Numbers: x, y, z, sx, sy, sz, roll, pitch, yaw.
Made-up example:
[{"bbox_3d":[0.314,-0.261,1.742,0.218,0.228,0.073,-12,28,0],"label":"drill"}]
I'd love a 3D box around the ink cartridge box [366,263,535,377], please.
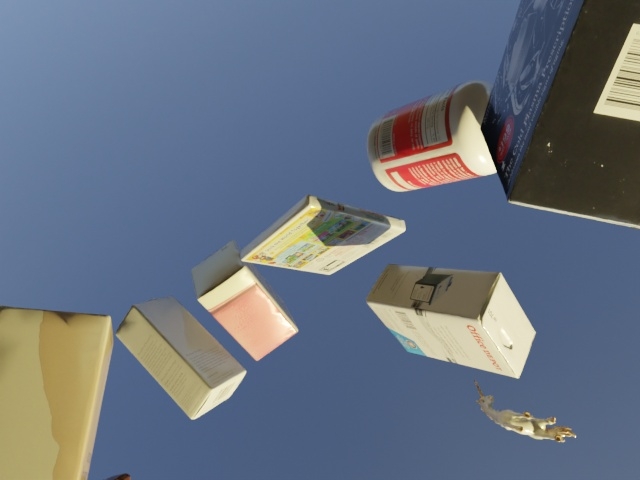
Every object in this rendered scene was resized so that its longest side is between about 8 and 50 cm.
[{"bbox_3d":[0.183,0.111,0.670,0.191,0.139,0.082,0,-132,48],"label":"ink cartridge box"}]

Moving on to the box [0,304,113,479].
[{"bbox_3d":[-0.326,0.245,0.521,0.121,0.148,0.310,9,-117,-19],"label":"box"}]

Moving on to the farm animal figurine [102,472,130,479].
[{"bbox_3d":[-0.337,0.541,0.728,0.172,0.330,0.326,-2,-145,33],"label":"farm animal figurine"}]

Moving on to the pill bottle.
[{"bbox_3d":[0.330,-0.262,1.172,0.408,0.229,0.228,-6,-117,51],"label":"pill bottle"}]

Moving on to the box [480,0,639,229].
[{"bbox_3d":[0.368,-0.247,0.627,0.179,0.343,0.312,12,-148,5],"label":"box"}]

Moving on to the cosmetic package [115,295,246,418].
[{"bbox_3d":[-0.269,0.217,0.898,0.231,0.117,0.085,40,-74,17],"label":"cosmetic package"}]

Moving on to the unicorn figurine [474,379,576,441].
[{"bbox_3d":[0.355,0.321,0.835,0.162,0.111,0.060,33,-107,4],"label":"unicorn figurine"}]

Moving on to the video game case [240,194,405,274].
[{"bbox_3d":[0.000,0.000,0.831,0.227,0.207,0.026,-34,-126,46],"label":"video game case"}]

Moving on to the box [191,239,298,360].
[{"bbox_3d":[-0.178,0.140,1.092,0.127,0.232,0.148,-36,-149,-2],"label":"box"}]
